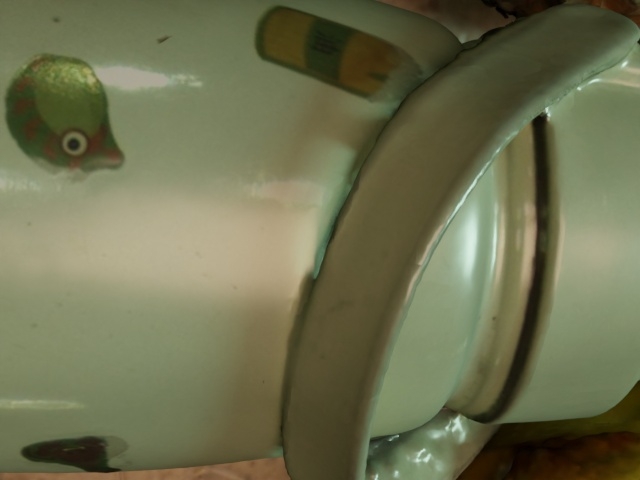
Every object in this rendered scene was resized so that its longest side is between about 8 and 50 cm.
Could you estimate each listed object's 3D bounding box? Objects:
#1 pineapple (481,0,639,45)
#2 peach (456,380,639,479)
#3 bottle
[{"bbox_3d":[0.121,-0.173,0.510,0.362,0.202,0.202,9,101,-9],"label":"pineapple"},{"bbox_3d":[0.174,0.217,0.559,0.281,0.314,0.315,-21,95,10],"label":"peach"},{"bbox_3d":[0.000,0.000,0.451,0.352,0.229,0.229,4,103,-8],"label":"bottle"}]
